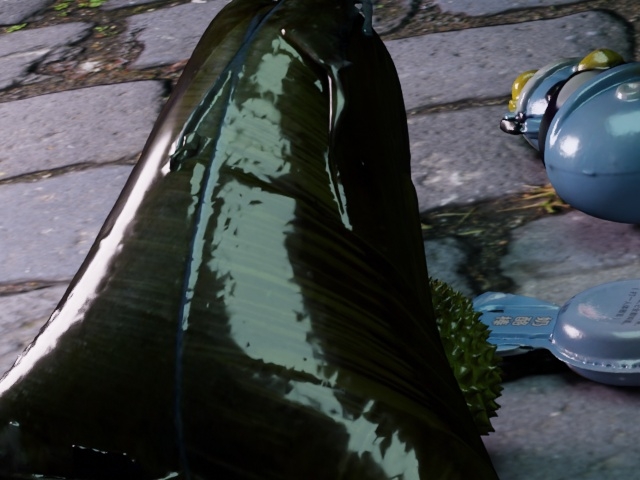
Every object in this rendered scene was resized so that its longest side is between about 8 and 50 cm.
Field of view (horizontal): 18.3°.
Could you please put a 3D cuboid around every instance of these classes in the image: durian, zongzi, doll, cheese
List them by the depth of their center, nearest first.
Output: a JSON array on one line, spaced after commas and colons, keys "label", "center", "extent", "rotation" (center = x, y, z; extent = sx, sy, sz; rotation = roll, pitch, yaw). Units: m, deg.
[{"label": "zongzi", "center": [0.043, 0.038, 1.215], "extent": [0.432, 0.208, 0.403], "rotation": [10, 65, 35]}, {"label": "durian", "center": [0.034, 0.104, 1.408], "extent": [0.198, 0.159, 0.146], "rotation": [-15, 22, -6]}, {"label": "cheese", "center": [0.216, 0.070, 1.536], "extent": [0.245, 0.052, 0.135], "rotation": [0, 24, 27]}, {"label": "doll", "center": [0.267, -0.100, 1.780], "extent": [0.177, 0.141, 0.314], "rotation": [-13, 20, -13]}]
